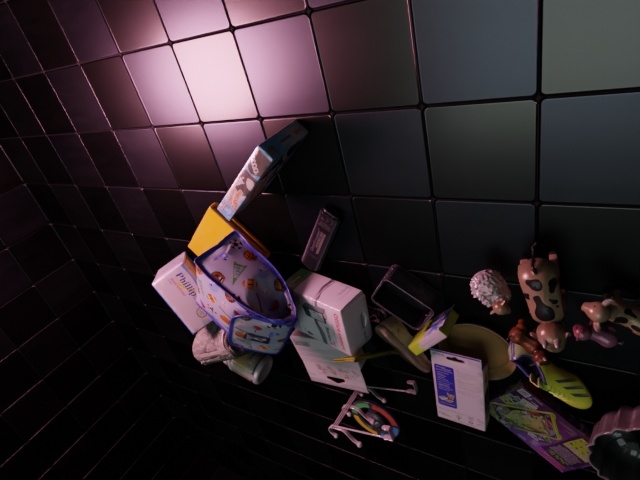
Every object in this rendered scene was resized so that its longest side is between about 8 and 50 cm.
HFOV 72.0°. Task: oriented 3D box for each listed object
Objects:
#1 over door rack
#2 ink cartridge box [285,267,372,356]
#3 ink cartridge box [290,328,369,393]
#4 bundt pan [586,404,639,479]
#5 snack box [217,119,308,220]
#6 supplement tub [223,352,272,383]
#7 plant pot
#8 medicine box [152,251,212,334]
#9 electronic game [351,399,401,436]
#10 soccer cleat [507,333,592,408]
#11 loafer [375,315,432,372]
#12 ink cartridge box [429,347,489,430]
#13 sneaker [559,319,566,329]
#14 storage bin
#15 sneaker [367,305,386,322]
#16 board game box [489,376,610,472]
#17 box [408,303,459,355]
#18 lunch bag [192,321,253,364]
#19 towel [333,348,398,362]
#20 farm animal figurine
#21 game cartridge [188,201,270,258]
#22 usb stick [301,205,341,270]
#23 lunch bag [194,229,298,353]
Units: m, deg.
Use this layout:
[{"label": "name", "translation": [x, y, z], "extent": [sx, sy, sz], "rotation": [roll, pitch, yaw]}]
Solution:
[{"label": "over door rack", "translation": [0.210, 0.664, 1.686], "extent": [0.324, 0.239, 0.108], "rotation": [-23, 107, 45]}, {"label": "ink cartridge box", "translation": [0.020, 0.243, 1.529], "extent": [0.289, 0.121, 0.211], "rotation": [16, 132, 42]}, {"label": "ink cartridge box", "translation": [0.047, 0.478, 1.780], "extent": [0.296, 0.066, 0.261], "rotation": [-1, 123, 37]}, {"label": "bundt pan", "translation": [0.913, 0.570, 1.189], "extent": [0.331, 0.124, 0.331], "rotation": [20, 133, 23]}, {"label": "snack box", "translation": [-0.176, -0.201, 1.299], "extent": [0.060, 0.187, 0.322], "rotation": [44, 138, -3]}, {"label": "supplement tub", "translation": [-0.342, 0.570, 2.078], "extent": [0.200, 0.144, 0.144], "rotation": [24, 135, 18]}, {"label": "plant pot", "translation": [0.488, 0.340, 1.376], "extent": [0.236, 0.032, 0.236], "rotation": [19, 133, 22]}, {"label": "medicine box", "translation": [-0.547, 0.209, 1.834], "extent": [0.263, 0.149, 0.289], "rotation": [56, 172, -14]}, {"label": "electronic game", "translation": [0.236, 0.768, 1.894], "extent": [0.229, 0.048, 0.229], "rotation": [20, 133, 23]}, {"label": "soccer cleat", "translation": [0.639, 0.390, 1.240], "extent": [0.289, 0.121, 0.093], "rotation": [43, 137, -2]}, {"label": "loafer", "translation": [0.297, 0.346, 1.474], "extent": [0.268, 0.092, 0.102], "rotation": [45, 169, -25]}, {"label": "ink cartridge box", "translation": [0.454, 0.466, 1.426], "extent": [0.165, 0.065, 0.332], "rotation": [9, 127, 33]}, {"label": "sneaker", "translation": [0.611, 0.211, 1.183], "extent": [0.109, 0.040, 0.044], "rotation": [47, 148, 2]}, {"label": "storage bin", "translation": [0.265, 0.175, 1.364], "extent": [0.180, 0.084, 0.122], "rotation": [33, 136, 8]}, {"label": "sneaker", "translation": [0.165, 0.256, 1.522], "extent": [0.119, 0.057, 0.047], "rotation": [5, 129, 34]}, {"label": "board game box", "translation": [0.715, 0.595, 1.410], "extent": [0.347, 0.056, 0.208], "rotation": [39, 133, 3]}, {"label": "box", "translation": [0.355, 0.277, 1.363], "extent": [0.042, 0.109, 0.178], "rotation": [43, 138, 4]}, {"label": "lunch bag", "translation": [-0.395, 0.407, 1.902], "extent": [0.305, 0.256, 0.212], "rotation": [-23, 109, 45]}, {"label": "towel", "translation": [0.164, 0.406, 1.542], "extent": [0.102, 0.237, 0.021], "rotation": [-22, 71, 44]}, {"label": "farm animal figurine", "translation": [0.571, 0.168, 1.045], "extent": [0.330, 0.172, 0.327], "rotation": [-33, 95, 35]}, {"label": "game cartridge", "translation": [-0.368, 0.035, 1.737], "extent": [0.285, 0.052, 0.324], "rotation": [44, 140, -2]}, {"label": "usb stick", "translation": [0.000, 0.000, 1.442], "extent": [0.077, 0.045, 0.278], "rotation": [38, 138, 14]}, {"label": "lunch bag", "translation": [-0.258, 0.221, 1.561], "extent": [0.385, 0.239, 0.328], "rotation": [41, 148, 11]}]
